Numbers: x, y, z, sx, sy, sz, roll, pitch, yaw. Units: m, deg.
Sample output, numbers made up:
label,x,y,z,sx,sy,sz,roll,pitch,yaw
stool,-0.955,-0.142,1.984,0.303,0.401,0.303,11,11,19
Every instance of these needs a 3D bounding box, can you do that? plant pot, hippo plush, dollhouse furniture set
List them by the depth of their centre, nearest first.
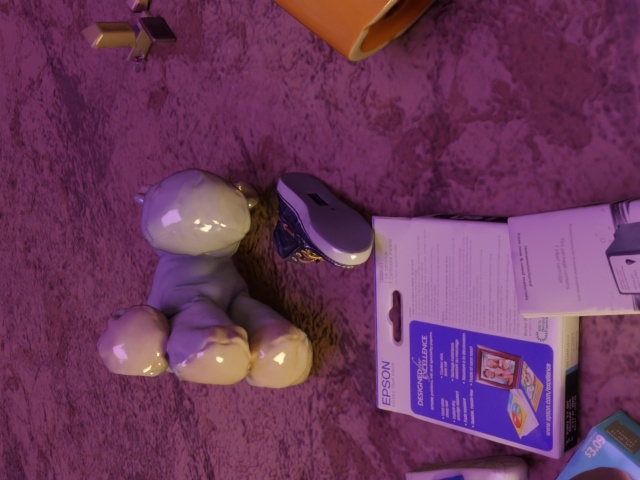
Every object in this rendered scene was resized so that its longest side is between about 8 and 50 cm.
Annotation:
label,x,y,z,sx,sy,sz,roll,pitch,yaw
plant pot,0.017,-0.275,0.711,0.188,0.205,0.205,51,129,5
hippo plush,-0.115,0.041,0.912,0.294,0.234,0.237,122,154,-82
dollhouse furniture set,-0.269,-0.263,1.024,0.091,0.114,0.081,56,134,18

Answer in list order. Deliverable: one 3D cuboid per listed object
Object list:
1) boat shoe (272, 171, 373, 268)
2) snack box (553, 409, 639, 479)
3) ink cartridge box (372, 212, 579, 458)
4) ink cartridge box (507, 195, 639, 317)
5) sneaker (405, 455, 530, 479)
label,x,y,z,sx,sy,sz,roll,pitch,yaw
boat shoe,0.000,0.000,0.835,0.183,0.065,0.083,-128,41,-54
snack box,0.244,0.329,0.688,0.187,0.060,0.322,41,123,31
ink cartridge box,0.142,0.079,0.747,0.208,0.045,0.206,6,101,42
ink cartridge box,0.255,0.005,0.563,0.190,0.139,0.082,-10,89,43
sneaker,0.149,0.260,0.763,0.152,0.058,0.085,-25,75,47
